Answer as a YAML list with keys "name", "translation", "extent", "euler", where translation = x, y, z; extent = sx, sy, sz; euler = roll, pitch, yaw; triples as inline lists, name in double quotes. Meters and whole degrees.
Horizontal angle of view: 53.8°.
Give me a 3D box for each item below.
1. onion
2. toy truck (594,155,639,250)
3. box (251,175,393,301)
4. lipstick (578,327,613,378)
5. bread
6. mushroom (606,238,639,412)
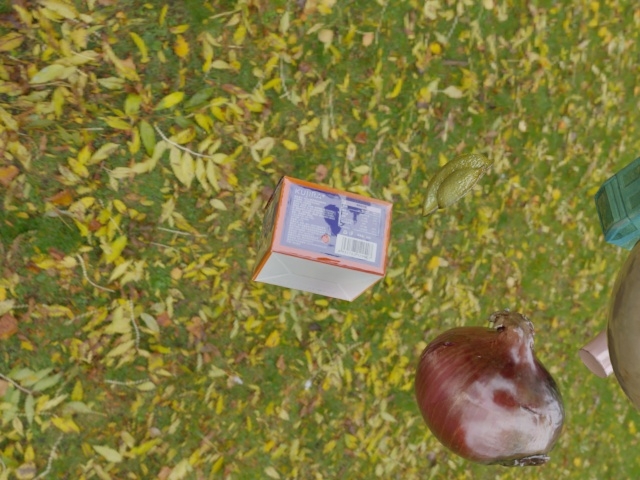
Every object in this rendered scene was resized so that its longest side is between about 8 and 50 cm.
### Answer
- name: "onion"
  translation: [0.376, 0.348, 1.416]
  extent: [0.354, 0.354, 0.353]
  euler: [-13, 110, -37]
- name: "toy truck"
  translation: [0.653, -0.092, 1.170]
  extent: [0.156, 0.279, 0.154]
  euler: [9, 61, -18]
- name: "box"
  translation: [0.000, 0.000, 1.933]
  extent: [0.349, 0.318, 0.256]
  euler: [13, 69, -11]
- name: "lipstick"
  translation: [0.768, 0.195, 1.501]
  extent: [0.327, 0.087, 0.087]
  euler: [-36, 125, -7]
- name: "bread"
  translation: [0.262, -0.112, 1.290]
  extent: [0.065, 0.188, 0.149]
  euler: [47, 39, -8]
- name: "mushroom"
  translation: [0.582, 0.118, 0.859]
  extent: [0.363, 0.295, 0.361]
  euler: [-4, 99, -25]
